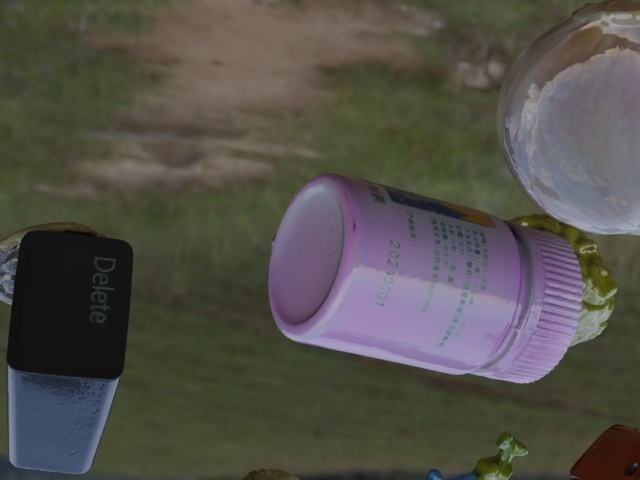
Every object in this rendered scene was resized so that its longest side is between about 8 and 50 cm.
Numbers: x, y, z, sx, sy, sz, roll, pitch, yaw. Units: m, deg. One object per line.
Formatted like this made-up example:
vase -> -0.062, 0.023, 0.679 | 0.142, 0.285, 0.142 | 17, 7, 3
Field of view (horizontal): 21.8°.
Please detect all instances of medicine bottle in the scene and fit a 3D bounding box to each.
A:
medicine bottle -> 0.109, 0.044, 1.726 | 0.291, 0.178, 0.178 | 13, 178, -28

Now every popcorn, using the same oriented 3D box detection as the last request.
popcorn -> 0.299, 0.070, 2.343 | 0.217, 0.181, 0.235 | -38, 141, 25

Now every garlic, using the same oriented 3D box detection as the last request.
garlic -> 0.233, -0.070, 1.441 | 0.128, 0.266, 0.148 | -34, -151, -30

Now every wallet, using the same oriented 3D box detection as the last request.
wallet -> 0.329, 0.257, 1.732 | 0.045, 0.142, 0.204 | 47, 164, -16

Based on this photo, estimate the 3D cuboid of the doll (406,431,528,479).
doll -> 0.076, 0.367, 1.843 | 0.341, 0.346, 0.099 | -25, -131, -19

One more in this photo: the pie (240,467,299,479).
pie -> -0.120, 0.504, 2.599 | 0.083, 0.339, 0.339 | 21, -178, 18

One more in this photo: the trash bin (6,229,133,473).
trash bin -> -0.263, 0.123, 1.716 | 0.115, 0.165, 0.225 | 6, 145, -9

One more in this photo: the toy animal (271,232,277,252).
toy animal -> 0.034, -0.009, 2.404 | 0.206, 0.081, 0.367 | -15, -179, 1

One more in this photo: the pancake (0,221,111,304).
pancake -> -0.280, 0.031, 1.749 | 0.158, 0.028, 0.158 | -3, 143, -2
